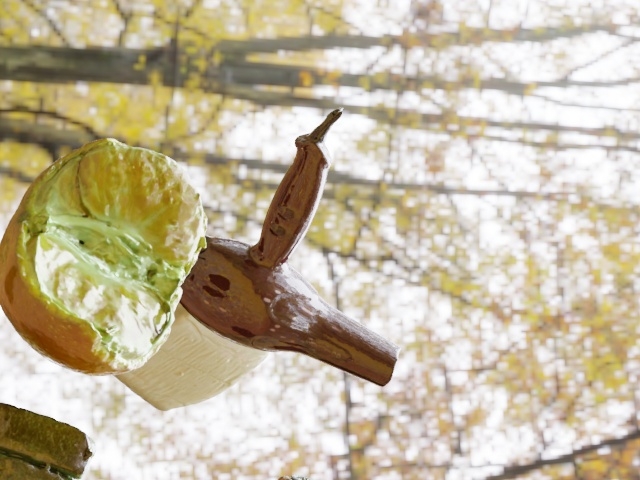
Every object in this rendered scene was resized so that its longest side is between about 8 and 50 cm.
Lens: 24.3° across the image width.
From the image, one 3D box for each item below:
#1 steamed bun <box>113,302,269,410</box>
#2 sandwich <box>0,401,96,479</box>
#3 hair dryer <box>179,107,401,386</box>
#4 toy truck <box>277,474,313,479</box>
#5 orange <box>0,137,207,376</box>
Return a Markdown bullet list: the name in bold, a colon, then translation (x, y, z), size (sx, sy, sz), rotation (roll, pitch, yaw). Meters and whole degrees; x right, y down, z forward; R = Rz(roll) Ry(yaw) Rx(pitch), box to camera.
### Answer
- **steamed bun**: translation (-0.196, 0.128, 2.162), size (0.250, 0.200, 0.155), rotation (-29, -139, 30)
- **sandwich**: translation (-0.323, 0.224, 1.463), size (0.160, 0.184, 0.109), rotation (111, -2, -64)
- **hair dryer**: translation (0.000, 0.000, 1.832), size (0.123, 0.312, 0.340), rotation (-80, -166, -65)
- **toy truck**: translation (0.054, 0.414, 2.047), size (0.140, 0.256, 0.108), rotation (-144, -107, -80)
- **orange**: translation (-0.222, 0.021, 1.435), size (0.158, 0.179, 0.237), rotation (-24, -140, 44)
